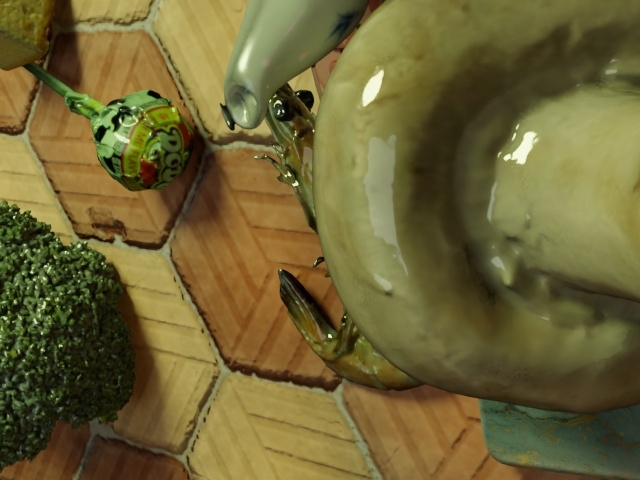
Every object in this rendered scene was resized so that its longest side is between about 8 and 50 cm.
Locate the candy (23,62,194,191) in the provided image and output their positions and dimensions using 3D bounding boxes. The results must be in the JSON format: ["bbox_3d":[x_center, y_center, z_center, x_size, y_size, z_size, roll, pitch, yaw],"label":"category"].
[{"bbox_3d":[-0.235,-0.144,0.944,0.305,0.083,0.091,36,122,33],"label":"candy"}]

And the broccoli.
[{"bbox_3d":[-0.352,0.145,1.027,0.252,0.221,0.361,56,137,19],"label":"broccoli"}]

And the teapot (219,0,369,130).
[{"bbox_3d":[-0.016,-0.278,0.553,0.252,0.280,0.423,11,109,32],"label":"teapot"}]

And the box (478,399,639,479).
[{"bbox_3d":[0.241,0.106,0.678,0.285,0.044,0.142,-2,105,36],"label":"box"}]

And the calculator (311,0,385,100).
[{"bbox_3d":[0.074,-0.212,0.715,0.220,0.048,0.329,7,108,33],"label":"calculator"}]

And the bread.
[{"bbox_3d":[-0.314,-0.237,0.948,0.080,0.084,0.109,-4,76,42],"label":"bread"}]

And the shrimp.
[{"bbox_3d":[0.000,0.000,0.807,0.169,0.058,0.296,-31,92,41],"label":"shrimp"}]

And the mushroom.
[{"bbox_3d":[0.145,-0.036,0.534,0.290,0.298,0.297,-157,55,-79],"label":"mushroom"}]
